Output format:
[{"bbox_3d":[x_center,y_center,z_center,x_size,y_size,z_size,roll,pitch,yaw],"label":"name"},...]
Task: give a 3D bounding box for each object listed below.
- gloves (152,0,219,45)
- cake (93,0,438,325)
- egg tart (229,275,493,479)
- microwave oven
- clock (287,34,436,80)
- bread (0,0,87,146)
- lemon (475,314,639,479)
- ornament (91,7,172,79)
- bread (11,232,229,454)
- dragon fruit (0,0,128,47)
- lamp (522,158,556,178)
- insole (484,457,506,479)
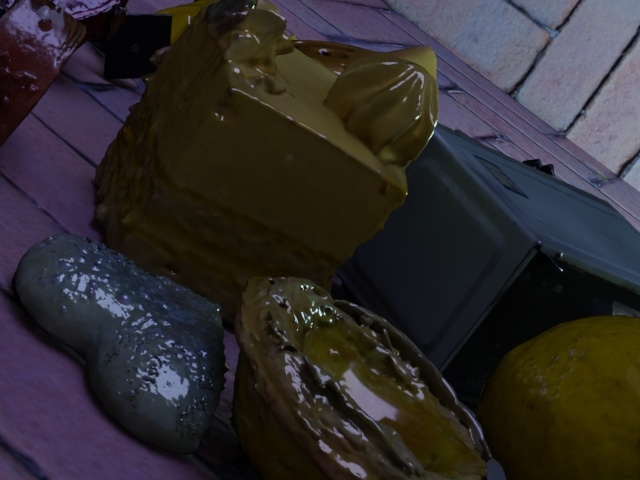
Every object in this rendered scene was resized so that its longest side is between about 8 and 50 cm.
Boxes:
[{"bbox_3d":[-0.166,-0.285,2.070,0.133,0.116,0.294,9,24,10],"label":"gloves"},{"bbox_3d":[-0.049,-0.088,1.381,0.227,0.286,0.222,27,18,-24],"label":"cake"},{"bbox_3d":[0.026,0.142,1.160,0.288,0.118,0.288,37,17,-14],"label":"egg tart"},{"bbox_3d":[0.217,0.061,1.596,0.355,0.218,0.286,20,24,-41],"label":"microwave oven"},{"bbox_3d":[-0.017,-0.138,1.686,0.244,0.200,0.317,5,7,23],"label":"clock"},{"bbox_3d":[-0.284,-0.156,1.355,0.073,0.160,0.160,39,16,-13],"label":"bread"},{"bbox_3d":[0.259,0.186,1.273,0.253,0.253,0.310,24,9,-31],"label":"lemon"},{"bbox_3d":[-0.262,-0.261,1.847,0.081,0.088,0.203,-4,22,-28],"label":"ornament"},{"bbox_3d":[-0.137,0.074,1.163,0.232,0.064,0.172,46,22,28],"label":"bread"},{"bbox_3d":[-0.326,-0.279,1.684,0.218,0.148,0.224,-25,67,-36],"label":"dragon fruit"},{"bbox_3d":[0.293,-0.026,2.066,0.227,0.147,0.172,-14,94,-65],"label":"lamp"},{"bbox_3d":[0.140,0.255,1.096,0.064,0.004,0.188,30,50,-58],"label":"insole"}]
